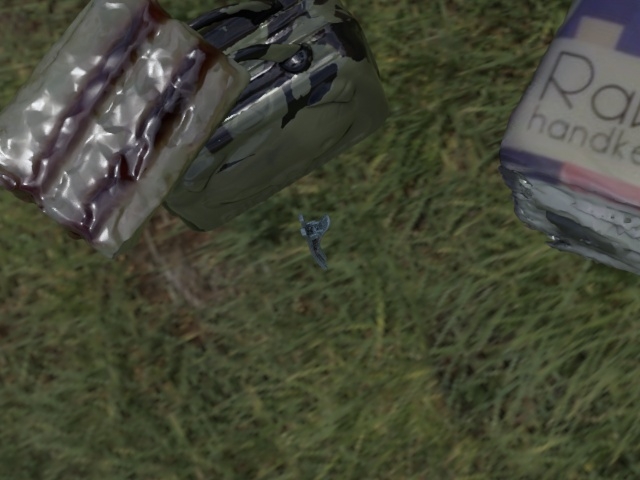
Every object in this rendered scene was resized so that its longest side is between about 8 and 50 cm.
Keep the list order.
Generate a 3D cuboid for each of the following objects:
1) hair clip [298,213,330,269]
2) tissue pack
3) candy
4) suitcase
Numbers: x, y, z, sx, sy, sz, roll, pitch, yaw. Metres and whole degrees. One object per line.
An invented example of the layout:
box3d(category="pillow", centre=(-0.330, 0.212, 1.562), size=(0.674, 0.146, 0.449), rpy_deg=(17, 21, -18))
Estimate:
box3d(category="hair clip", centre=(0.000, 0.001, 1.886), size=(0.039, 0.115, 0.030), rpy_deg=(-10, 64, 4))
box3d(category="tissue pack", centre=(0.272, -0.129, 0.827), size=(0.242, 0.125, 0.344), rpy_deg=(22, 76, 19))
box3d(category="candy", centre=(-0.162, -0.091, 1.194), size=(0.135, 0.320, 0.179), rpy_deg=(37, 88, -6))
box3d(category="suitcase", centre=(-0.094, -0.172, 1.889), size=(0.351, 0.339, 0.194), rpy_deg=(-32, 69, 0))
